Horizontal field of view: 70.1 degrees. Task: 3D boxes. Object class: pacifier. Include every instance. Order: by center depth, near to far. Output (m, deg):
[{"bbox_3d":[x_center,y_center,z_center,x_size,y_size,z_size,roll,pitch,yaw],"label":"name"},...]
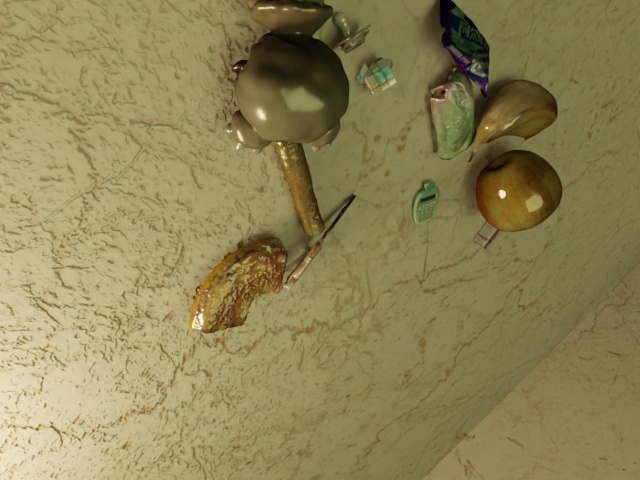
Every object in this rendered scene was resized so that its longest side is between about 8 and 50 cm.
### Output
[{"bbox_3d":[0.057,-0.440,0.954,0.099,0.081,0.078,-35,106,-13],"label":"pacifier"}]

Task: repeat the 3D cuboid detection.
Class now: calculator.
[{"bbox_3d":[0.325,-0.117,1.405,0.095,0.021,0.153,-21,130,-25],"label":"calculator"}]

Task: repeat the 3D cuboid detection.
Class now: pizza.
[{"bbox_3d":[-0.201,0.109,1.118,0.305,0.085,0.161,-45,125,-13],"label":"pizza"}]

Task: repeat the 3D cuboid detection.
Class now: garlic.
[{"bbox_3d":[0.558,-0.347,1.307,0.338,0.151,0.196,-24,130,-35],"label":"garlic"}]

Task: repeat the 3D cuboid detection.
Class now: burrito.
[{"bbox_3d":[0.367,-0.343,1.238,0.144,0.089,0.229,-41,138,-13],"label":"burrito"}]

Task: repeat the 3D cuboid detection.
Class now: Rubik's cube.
[{"bbox_3d":[0.126,-0.379,1.042,0.075,0.084,0.073,-37,113,-7],"label":"Rubik's cube"}]

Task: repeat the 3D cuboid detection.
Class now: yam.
[{"bbox_3d":[-0.045,-0.129,1.089,0.066,0.066,0.300,-32,133,-15],"label":"yam"}]

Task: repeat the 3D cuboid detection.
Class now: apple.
[{"bbox_3d":[0.619,-0.159,1.452,0.257,0.257,0.234,-44,103,-3],"label":"apple"}]

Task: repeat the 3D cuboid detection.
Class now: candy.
[{"bbox_3d":[0.366,-0.477,1.137,0.275,0.070,0.145,24,62,-45],"label":"candy"}]

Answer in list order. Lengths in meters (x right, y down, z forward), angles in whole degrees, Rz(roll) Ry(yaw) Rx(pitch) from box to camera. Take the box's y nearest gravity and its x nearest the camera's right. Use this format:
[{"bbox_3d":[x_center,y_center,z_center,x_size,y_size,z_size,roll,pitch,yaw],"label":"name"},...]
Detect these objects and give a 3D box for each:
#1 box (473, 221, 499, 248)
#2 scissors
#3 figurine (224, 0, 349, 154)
[{"bbox_3d":[0.614,-0.030,1.660,0.117,0.050,0.036,-55,142,6],"label":"box"},{"bbox_3d":[0.000,0.000,1.194,0.024,0.160,0.318,38,75,-3],"label":"scissors"},{"bbox_3d":[-0.045,-0.343,0.843,0.248,0.203,0.381,-9,123,-28],"label":"figurine"}]
